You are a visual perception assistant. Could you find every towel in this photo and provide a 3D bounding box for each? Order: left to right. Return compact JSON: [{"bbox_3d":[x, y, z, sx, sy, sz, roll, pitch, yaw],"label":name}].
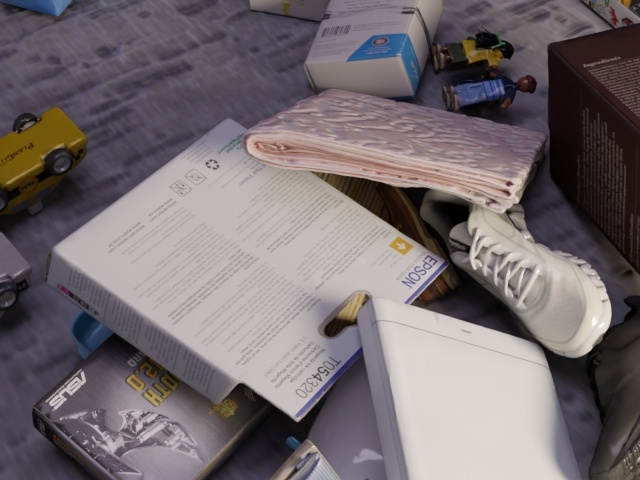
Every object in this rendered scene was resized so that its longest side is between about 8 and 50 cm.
[{"bbox_3d":[0.102,-0.112,1.721,0.317,0.053,0.332,13,16,12],"label":"towel"}]

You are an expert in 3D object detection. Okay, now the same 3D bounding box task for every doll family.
[{"bbox_3d":[0.217,-0.224,1.912,0.111,0.076,0.193,-6,51,-5],"label":"doll family"}]

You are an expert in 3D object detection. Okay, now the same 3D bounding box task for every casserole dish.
[{"bbox_3d":[-0.205,0.089,1.683,0.114,0.037,0.188,29,55,27],"label":"casserole dish"}]

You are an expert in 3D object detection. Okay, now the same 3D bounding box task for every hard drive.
[{"bbox_3d":[0.166,0.227,1.449,0.233,0.047,0.353,18,42,-27],"label":"hard drive"}]

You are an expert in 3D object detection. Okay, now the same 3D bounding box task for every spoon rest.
[{"bbox_3d":[0.052,0.182,1.549,0.137,0.084,0.276,0,47,5],"label":"spoon rest"}]

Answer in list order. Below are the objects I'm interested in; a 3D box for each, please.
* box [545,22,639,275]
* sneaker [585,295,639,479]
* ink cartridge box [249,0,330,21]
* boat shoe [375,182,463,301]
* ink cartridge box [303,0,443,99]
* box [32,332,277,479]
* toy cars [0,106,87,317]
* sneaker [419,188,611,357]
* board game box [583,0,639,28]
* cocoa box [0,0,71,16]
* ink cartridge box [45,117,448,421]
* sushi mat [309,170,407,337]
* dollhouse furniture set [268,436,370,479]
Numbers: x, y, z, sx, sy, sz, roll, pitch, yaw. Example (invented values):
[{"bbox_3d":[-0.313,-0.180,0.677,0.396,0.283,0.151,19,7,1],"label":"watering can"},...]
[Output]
[{"bbox_3d":[0.393,-0.080,1.632,0.143,0.191,0.381,-15,35,-12],"label":"box"},{"bbox_3d":[0.336,0.163,1.546,0.130,0.109,0.286,16,42,25],"label":"sneaker"},{"bbox_3d":[-0.023,-0.379,2.054,0.143,0.090,0.092,11,50,15],"label":"ink cartridge box"},{"bbox_3d":[0.105,-0.003,1.721,0.060,0.064,0.178,-33,57,7],"label":"boat shoe"},{"bbox_3d":[0.075,-0.277,1.940,0.139,0.082,0.191,-2,44,25],"label":"ink cartridge box"},{"bbox_3d":[-0.167,0.173,1.564,0.183,0.056,0.231,38,59,16],"label":"box"},{"bbox_3d":[-0.402,0.001,1.749,0.176,0.087,0.394,4,52,15],"label":"toy cars"},{"bbox_3d":[0.212,0.029,1.624,0.118,0.110,0.292,17,22,-39],"label":"sneaker"},{"bbox_3d":[0.522,-0.391,2.050,0.305,0.053,0.193,-26,51,-18],"label":"board game box"},{"bbox_3d":[-0.413,-0.538,2.132,0.231,0.228,0.347,17,52,19],"label":"cocoa box"},{"bbox_3d":[-0.076,0.036,1.603,0.330,0.071,0.324,35,45,14],"label":"ink cartridge box"},{"bbox_3d":[0.000,0.000,1.738,0.151,0.019,0.316,20,52,4],"label":"sushi mat"},{"bbox_3d":[-0.024,0.323,1.280,0.198,0.286,0.303,36,75,31],"label":"dollhouse furniture set"}]
